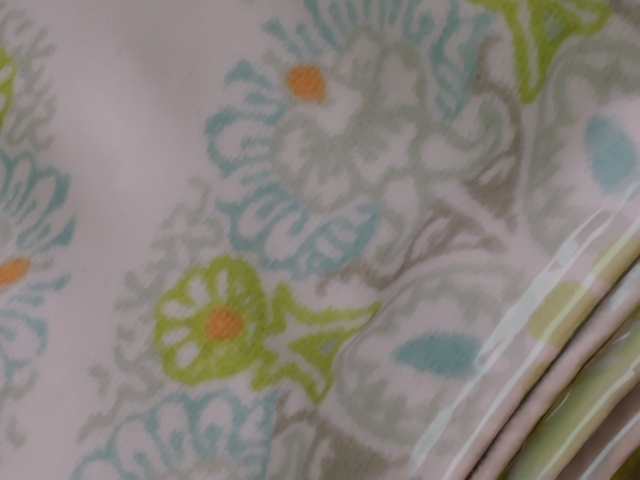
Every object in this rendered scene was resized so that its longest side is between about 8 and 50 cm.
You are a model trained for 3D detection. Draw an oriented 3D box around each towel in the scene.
[{"bbox_3d":[-0.030,-0.010,0.574,0.320,0.090,0.374,-53,45,8],"label":"towel"}]
